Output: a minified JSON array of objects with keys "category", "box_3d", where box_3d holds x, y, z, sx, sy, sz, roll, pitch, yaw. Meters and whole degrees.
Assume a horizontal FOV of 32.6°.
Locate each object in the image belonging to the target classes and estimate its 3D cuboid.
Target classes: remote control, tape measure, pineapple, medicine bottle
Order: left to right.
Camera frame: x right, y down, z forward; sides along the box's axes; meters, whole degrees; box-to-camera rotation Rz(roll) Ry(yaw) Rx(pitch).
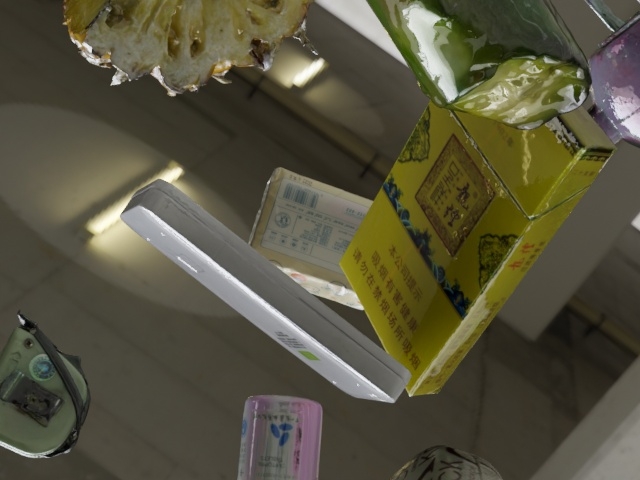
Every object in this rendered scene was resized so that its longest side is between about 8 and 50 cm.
[{"category":"tape measure","box_3d":[-0.519,0.278,2.028,0.207,0.235,0.115,25,161,-4]},{"category":"pineapple","box_3d":[-0.118,-0.308,1.158,0.209,0.344,0.286,44,-179,-40]},{"category":"remote control","box_3d":[-0.044,0.043,0.850,0.250,0.034,0.103,39,164,-13]},{"category":"medicine bottle","box_3d":[-0.077,0.418,2.009,0.152,0.152,0.255,19,-110,-39]}]

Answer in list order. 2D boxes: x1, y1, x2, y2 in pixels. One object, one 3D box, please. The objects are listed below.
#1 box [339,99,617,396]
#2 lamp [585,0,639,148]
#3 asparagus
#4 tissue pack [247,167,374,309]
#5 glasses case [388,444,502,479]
[{"category":"box","box_3d":[0.110,-0.021,0.871,0.041,0.279,0.153,-1,-134,-32]},{"category":"lamp","box_3d":[0.436,-0.244,1.319,0.247,0.247,0.301,52,-131,-4]},{"category":"asparagus","box_3d":[0.011,-0.188,0.490,0.343,0.085,0.082,56,152,-10]},{"category":"tissue pack","box_3d":[0.000,0.000,1.571,0.196,0.148,0.092,19,164,-6]},{"category":"glasses case","box_3d":[0.014,0.275,0.673,0.085,0.355,0.137,23,-152,-10]}]
